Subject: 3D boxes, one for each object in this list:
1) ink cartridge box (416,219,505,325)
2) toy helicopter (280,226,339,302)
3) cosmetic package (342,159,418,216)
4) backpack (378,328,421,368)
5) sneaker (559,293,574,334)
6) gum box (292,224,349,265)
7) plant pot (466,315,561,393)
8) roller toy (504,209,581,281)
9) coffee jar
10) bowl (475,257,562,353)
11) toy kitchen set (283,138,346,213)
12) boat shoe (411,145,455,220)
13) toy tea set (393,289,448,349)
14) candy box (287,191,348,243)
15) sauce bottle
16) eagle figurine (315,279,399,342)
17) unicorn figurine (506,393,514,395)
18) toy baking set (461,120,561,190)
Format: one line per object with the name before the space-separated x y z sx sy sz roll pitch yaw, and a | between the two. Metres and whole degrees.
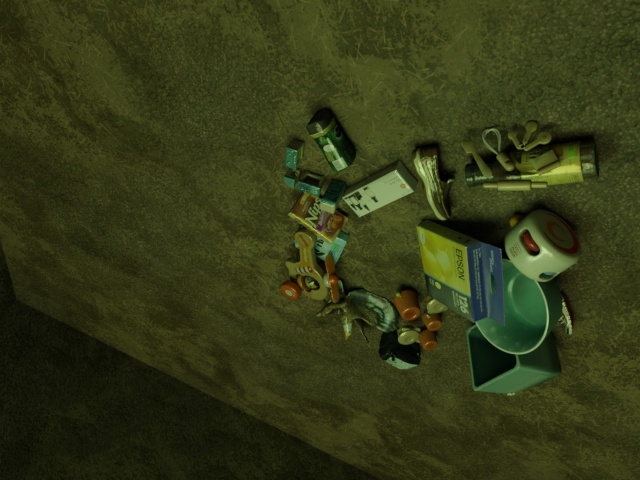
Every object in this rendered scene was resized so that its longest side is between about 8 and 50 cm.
ink cartridge box | 0.456 0.113 1.798 0.307 0.072 0.303 32 143 52
toy helicopter | -0.030 0.099 2.067 0.235 0.140 0.355 20 138 24
cosmetic package | 0.191 -0.164 1.798 0.239 0.060 0.099 -25 118 42
backpack | 0.335 0.467 2.322 0.182 0.151 0.115 30 146 -22
sneaker | 0.825 0.255 1.899 0.075 0.063 0.170 -10 122 34
gum box | 0.000 0.000 2.078 0.184 0.041 0.157 25 140 2
plant pot | 0.716 0.416 1.993 0.252 0.247 0.247 18 141 -18
roller toy | 0.654 0.017 1.639 0.209 0.191 0.146 36 133 -3
coffee jar | 0.032 -0.311 1.704 0.079 0.096 0.184 -15 123 34
bowl | 0.657 0.200 1.795 0.311 0.163 0.311 21 115 54
toy kitchen set | -0.023 -0.214 1.811 0.207 0.122 0.166 19 138 9
boat shoe | 0.365 -0.172 1.679 0.095 0.095 0.257 -13 125 29
toy tea set | 0.383 0.299 2.163 0.200 0.124 0.336 -7 132 -6
candy box | -0.009 -0.084 1.940 0.187 0.109 0.053 35 167 -9
sauce bottle | 0.576 -0.200 1.524 0.345 0.111 0.111 -5 130 30
eagle figurine | 0.136 0.298 2.240 0.298 0.225 0.226 15 -168 -32
unicorn figurine | 0.787 0.587 2.255 0.162 0.060 0.111 29 139 -3
toy baking set | 0.511 -0.223 1.490 0.256 0.196 0.030 -2 161 26
